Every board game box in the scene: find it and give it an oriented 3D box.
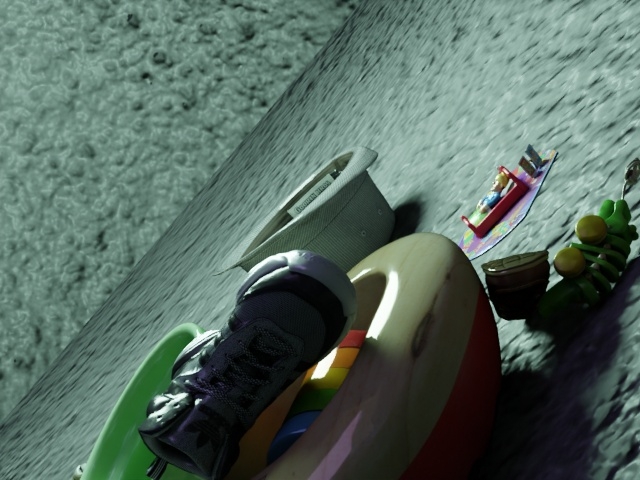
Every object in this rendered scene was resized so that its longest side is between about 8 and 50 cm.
[{"bbox_3d":[0.197,-0.049,2.099,0.133,0.033,0.168,-33,19,48],"label":"board game box"}]

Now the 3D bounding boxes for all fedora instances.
[{"bbox_3d":[0.000,0.000,2.391,0.244,0.124,0.275,-34,10,40],"label":"fedora"}]

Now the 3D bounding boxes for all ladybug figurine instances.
[{"bbox_3d":[0.040,0.178,1.658,0.305,0.162,0.449,-37,17,42],"label":"ladybug figurine"}]

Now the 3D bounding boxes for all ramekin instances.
[{"bbox_3d":[-0.139,0.252,1.937,0.303,0.148,0.303,-54,18,26],"label":"ramekin"}]

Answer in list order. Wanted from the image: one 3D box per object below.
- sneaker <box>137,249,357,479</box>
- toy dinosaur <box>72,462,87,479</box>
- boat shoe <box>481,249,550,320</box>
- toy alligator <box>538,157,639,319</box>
[{"bbox_3d":[-0.068,0.122,1.600,0.268,0.101,0.153,-44,12,47],"label":"sneaker"},{"bbox_3d":[-0.219,0.320,2.270,0.160,0.121,0.313,-61,18,-2],"label":"toy dinosaur"},{"bbox_3d":[0.187,0.044,1.729,0.064,0.060,0.178,-13,-4,4],"label":"boat shoe"},{"bbox_3d":[0.265,0.002,1.699,0.051,0.056,0.189,22,65,33],"label":"toy alligator"}]
